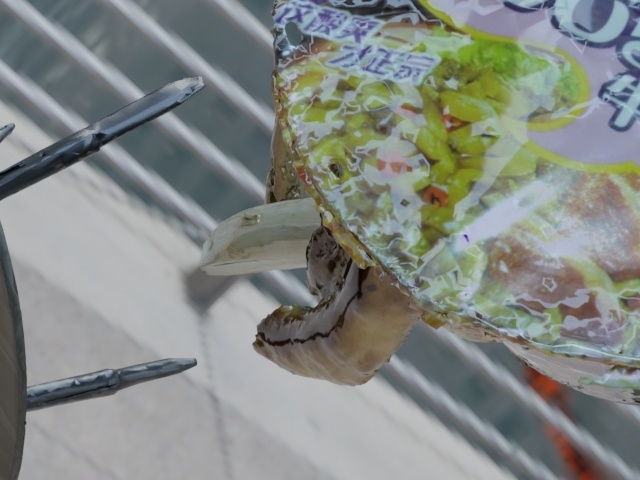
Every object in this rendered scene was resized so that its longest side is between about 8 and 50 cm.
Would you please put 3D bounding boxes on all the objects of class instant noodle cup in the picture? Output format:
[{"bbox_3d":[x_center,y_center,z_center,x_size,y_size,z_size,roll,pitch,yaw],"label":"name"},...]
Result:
[{"bbox_3d":[0.160,-0.062,0.964,0.340,0.340,0.266,52,-3,21],"label":"instant noodle cup"}]

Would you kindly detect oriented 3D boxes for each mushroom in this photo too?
[{"bbox_3d":[0.000,0.000,1.549,0.084,0.209,0.071,27,64,-60],"label":"mushroom"}]

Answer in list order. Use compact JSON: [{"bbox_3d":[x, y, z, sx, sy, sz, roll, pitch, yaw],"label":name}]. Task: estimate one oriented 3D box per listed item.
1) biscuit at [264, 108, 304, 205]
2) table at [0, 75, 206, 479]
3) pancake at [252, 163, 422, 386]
[{"bbox_3d":[-0.031,-0.088,2.018,0.042,0.225,0.226,6,19,1],"label":"biscuit"},{"bbox_3d":[-0.217,-0.004,1.439,0.317,0.317,0.249,49,45,13],"label":"table"},{"bbox_3d":[0.022,0.015,1.366,0.056,0.257,0.212,0,26,-21],"label":"pancake"}]
